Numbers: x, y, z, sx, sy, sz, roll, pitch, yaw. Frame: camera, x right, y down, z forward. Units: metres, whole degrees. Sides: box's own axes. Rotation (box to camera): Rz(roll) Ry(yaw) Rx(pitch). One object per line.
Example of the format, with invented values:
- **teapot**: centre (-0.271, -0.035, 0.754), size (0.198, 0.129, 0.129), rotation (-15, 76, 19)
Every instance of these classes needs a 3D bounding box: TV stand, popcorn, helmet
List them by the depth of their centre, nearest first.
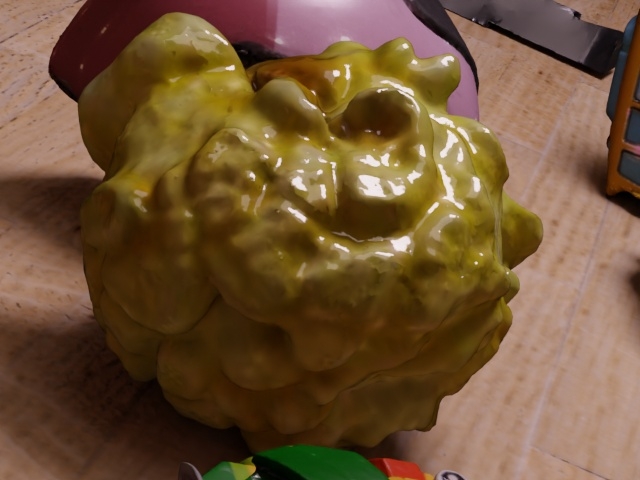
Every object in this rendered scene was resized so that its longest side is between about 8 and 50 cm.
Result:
- **popcorn**: centre (-0.006, -0.010, 0.900), size (0.235, 0.181, 0.217), rotation (-20, 64, -25)
- **helmet**: centre (-0.014, -0.067, 1.059), size (0.253, 0.198, 0.154), rotation (7, 48, -46)
- **TV stand**: centre (0.170, -0.230, 1.760), size (0.256, 0.040, 0.049), rotation (27, 23, 15)

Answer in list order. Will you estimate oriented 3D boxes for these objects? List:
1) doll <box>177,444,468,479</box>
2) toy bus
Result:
- **doll**: centre (0.007, 0.139, 0.705), size (0.134, 0.106, 0.186), rotation (41, 29, 28)
- **toy bus**: centre (0.294, -0.114, 1.403), size (0.136, 0.209, 0.126), rotation (15, 22, 13)
